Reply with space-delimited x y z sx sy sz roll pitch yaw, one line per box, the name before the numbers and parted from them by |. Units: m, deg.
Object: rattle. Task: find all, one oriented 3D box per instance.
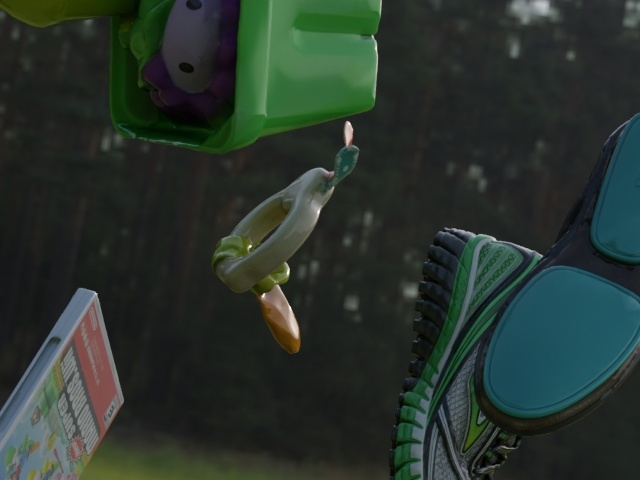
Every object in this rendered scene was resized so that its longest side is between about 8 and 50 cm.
rattle | 0.000 0.000 1.855 0.143 0.199 0.130 48 -4 -3

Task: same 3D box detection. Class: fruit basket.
fruit basket | -0.147 -0.264 1.571 0.392 0.392 0.283 14 0 -32

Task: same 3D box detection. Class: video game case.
video game case | -0.303 0.220 2.046 0.025 0.285 0.204 14 -39 18

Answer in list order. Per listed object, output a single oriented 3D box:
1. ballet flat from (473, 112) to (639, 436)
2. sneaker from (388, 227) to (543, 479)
ballet flat | 0.188 0.037 1.244 0.095 0.280 0.096 27 -30 17
sneaker | 0.146 0.158 1.695 0.146 0.344 0.134 8 -14 13
